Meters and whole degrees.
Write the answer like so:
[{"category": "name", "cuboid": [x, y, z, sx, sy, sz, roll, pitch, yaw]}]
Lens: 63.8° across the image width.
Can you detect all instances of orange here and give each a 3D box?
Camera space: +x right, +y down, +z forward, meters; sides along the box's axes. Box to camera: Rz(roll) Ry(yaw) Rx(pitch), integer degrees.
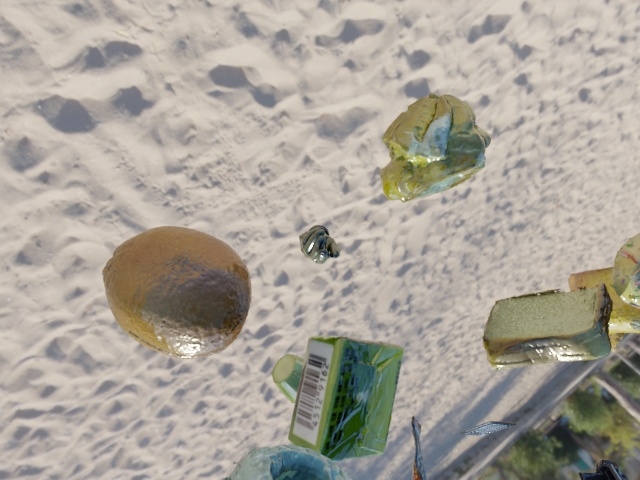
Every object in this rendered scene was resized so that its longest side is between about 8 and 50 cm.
[{"category": "orange", "cuboid": [-0.348, 0.124, 1.266, 0.322, 0.357, 0.322, -159, -90, -84]}]

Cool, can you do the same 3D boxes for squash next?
[{"category": "squash", "cuboid": [-0.094, 0.496, 1.876, 0.170, 0.170, 0.123, -46, 120, 6]}]

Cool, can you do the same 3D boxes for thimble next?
[{"category": "thimble", "cuboid": [-0.043, 0.400, 0.724, 0.143, 0.235, 0.198, -52, 179, 12]}]

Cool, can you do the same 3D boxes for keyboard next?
[{"category": "keyboard", "cuboid": [0.399, 0.453, 1.236, 0.064, 0.010, 0.198, 6, 152, -4]}]

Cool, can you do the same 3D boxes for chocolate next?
[{"category": "chocolate", "cuboid": [0.068, 0.395, 1.323, 0.289, 0.137, 0.300, 20, 81, -48]}]

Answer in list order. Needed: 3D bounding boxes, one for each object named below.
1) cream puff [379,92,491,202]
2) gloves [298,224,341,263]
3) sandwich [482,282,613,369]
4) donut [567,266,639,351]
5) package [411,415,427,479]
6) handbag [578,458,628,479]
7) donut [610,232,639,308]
[{"category": "cream puff", "cuboid": [0.343, -0.296, 1.585, 0.378, 0.275, 0.378, -22, 171, -4]}, {"category": "gloves", "cuboid": [-0.005, 0.012, 1.596, 0.268, 0.135, 0.107, -113, -138, -84]}, {"category": "sandwich", "cuboid": [0.494, 0.188, 1.118, 0.251, 0.087, 0.226, -18, -168, 34]}, {"category": "donut", "cuboid": [0.842, 0.202, 1.302, 0.377, 0.435, 0.163, 41, 66, -53]}, {"category": "package", "cuboid": [0.231, 0.543, 1.209, 0.040, 0.232, 0.166, -8, 151, 11]}, {"category": "handbag", "cuboid": [0.713, 0.694, 1.181, 0.122, 0.329, 0.303, -27, 138, 20]}, {"category": "donut", "cuboid": [0.666, 0.060, 1.013, 0.174, 0.174, 0.068, -47, -166, 7]}]
